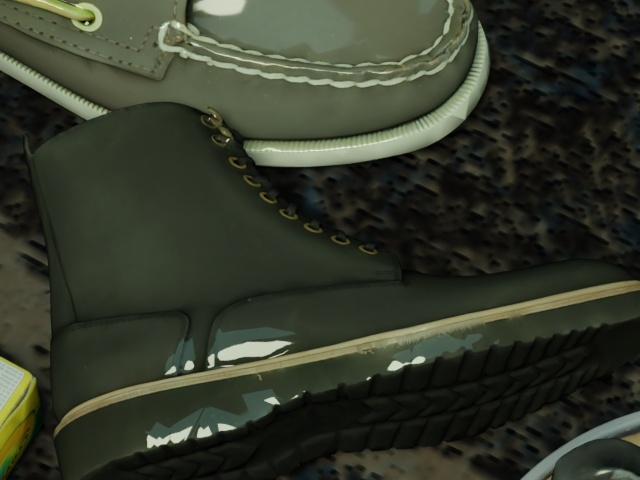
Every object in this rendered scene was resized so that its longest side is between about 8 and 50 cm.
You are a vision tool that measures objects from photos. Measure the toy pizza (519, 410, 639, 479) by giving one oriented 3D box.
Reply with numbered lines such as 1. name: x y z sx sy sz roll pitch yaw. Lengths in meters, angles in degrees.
1. toy pizza: 0.137 0.138 0.584 0.201 0.032 0.201 1 62 -2

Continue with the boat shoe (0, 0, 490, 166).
1. boat shoe: -0.085 -0.112 0.679 0.305 0.091 0.109 18 63 8

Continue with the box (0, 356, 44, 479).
1. box: -0.177 0.098 0.592 0.105 0.043 0.179 27 62 12

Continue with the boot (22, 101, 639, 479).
1. boot: 0.000 0.000 0.630 0.197 0.077 0.137 -11 62 -9

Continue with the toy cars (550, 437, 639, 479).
1. toy cars: -0.026 0.195 0.507 0.393 0.087 0.176 -40 31 -17
